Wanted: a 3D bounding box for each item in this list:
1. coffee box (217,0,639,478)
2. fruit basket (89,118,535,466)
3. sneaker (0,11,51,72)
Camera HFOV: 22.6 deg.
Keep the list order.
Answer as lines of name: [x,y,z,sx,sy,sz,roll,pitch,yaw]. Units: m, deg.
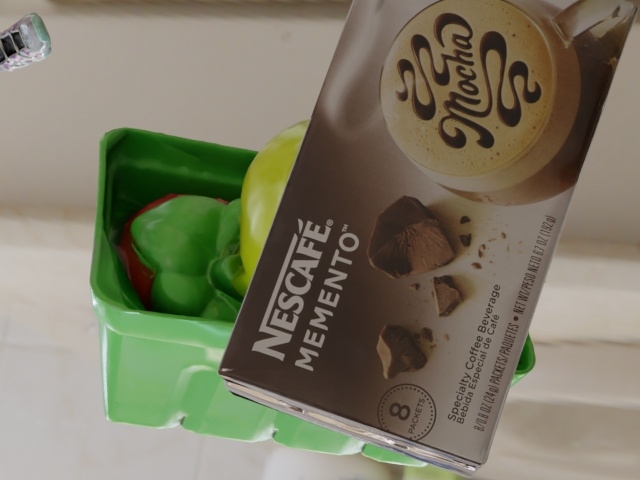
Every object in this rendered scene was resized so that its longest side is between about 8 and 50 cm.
coffee box: [0.067,-0.021,0.996,0.168,0.297,0.119,20,170,6]
fruit basket: [0.000,0.000,1.300,0.392,0.283,0.392,-2,129,-3]
sneaker: [-0.261,-0.151,1.296,0.069,0.038,0.098,-25,180,-28]
